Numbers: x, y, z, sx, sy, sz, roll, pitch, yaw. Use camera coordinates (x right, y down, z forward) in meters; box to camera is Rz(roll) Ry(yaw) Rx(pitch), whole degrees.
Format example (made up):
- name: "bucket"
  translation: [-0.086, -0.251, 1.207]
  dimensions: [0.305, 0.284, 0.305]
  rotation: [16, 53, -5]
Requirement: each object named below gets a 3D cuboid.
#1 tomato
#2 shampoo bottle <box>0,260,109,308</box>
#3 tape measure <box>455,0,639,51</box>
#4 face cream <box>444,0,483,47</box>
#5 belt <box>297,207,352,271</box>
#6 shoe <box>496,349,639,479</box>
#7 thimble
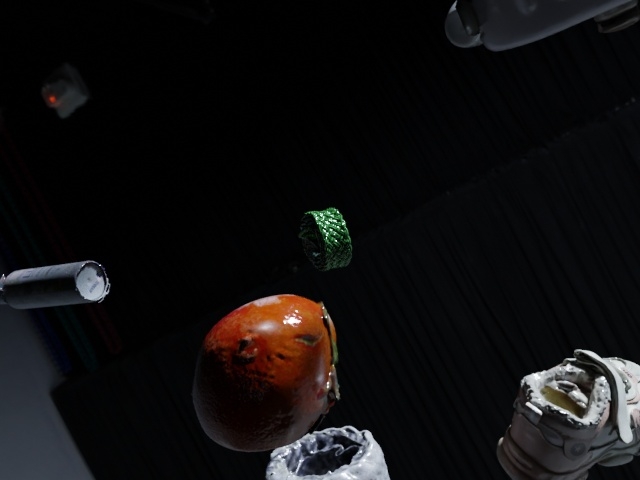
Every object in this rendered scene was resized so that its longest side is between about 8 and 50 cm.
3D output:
- name: "tomato"
  translation: [-0.110, 0.205, 1.012]
  dimensions: [0.308, 0.170, 0.309]
  rotation: [-8, 45, 8]
- name: "shampoo bottle"
  translation: [-0.448, 0.075, 0.918]
  dimensions: [0.214, 0.072, 0.072]
  rotation: [-7, 10, 24]
- name: "tape measure"
  translation: [0.214, -0.207, 0.334]
  dimensions: [0.236, 0.120, 0.197]
  rotation: [-14, 18, 40]
- name: "face cream"
  translation: [0.262, -0.378, 0.969]
  dimensions: [0.095, 0.091, 0.091]
  rotation: [-43, 9, -35]
- name: "belt"
  translation: [0.000, 0.000, 1.118]
  dimensions: [0.079, 0.121, 0.151]
  rotation: [-13, 5, -15]
- name: "shoe"
  translation: [0.473, 0.287, 0.986]
  dimensions: [0.351, 0.198, 0.172]
  rotation: [-24, 40, -27]
- name: "thimble"
  translation: [0.018, 0.493, 1.144]
  dimensions: [0.245, 0.157, 0.217]
  rotation: [-12, 9, 9]
